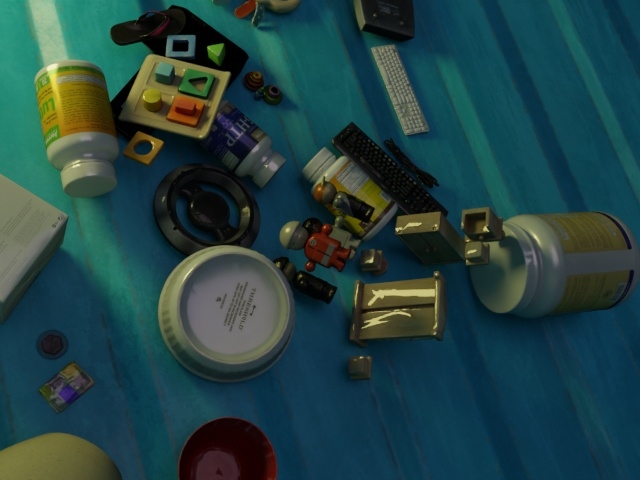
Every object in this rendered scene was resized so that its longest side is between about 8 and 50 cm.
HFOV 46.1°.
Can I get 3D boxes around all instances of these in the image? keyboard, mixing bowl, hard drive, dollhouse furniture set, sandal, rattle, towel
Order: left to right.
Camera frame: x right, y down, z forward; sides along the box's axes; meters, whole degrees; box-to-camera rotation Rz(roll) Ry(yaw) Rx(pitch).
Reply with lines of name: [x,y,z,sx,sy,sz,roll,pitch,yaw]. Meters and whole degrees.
towel: [-0.457,0.263,1.357,0.060,0.009,0.083,49,58,0]
sandal: [-0.369,-0.468,1.638,0.179,0.040,0.067,-26,78,-29]
mixing bowl: [-0.178,0.419,1.364,0.181,0.098,0.181,9,65,-20]
rattle: [-0.106,-0.612,1.809,0.199,0.142,0.130,-37,105,-37]
hard drive: [0.159,-0.646,1.977,0.172,0.054,0.255,7,67,-28]
keyboard: [0.180,-0.164,1.776,0.317,0.033,0.201,43,38,-1]
keyboard: [0.202,-0.386,1.920,0.072,0.014,0.256,-12,74,-28]
dollhouse furniture set: [0.243,0.136,1.603,0.174,0.303,0.356,40,51,-50]

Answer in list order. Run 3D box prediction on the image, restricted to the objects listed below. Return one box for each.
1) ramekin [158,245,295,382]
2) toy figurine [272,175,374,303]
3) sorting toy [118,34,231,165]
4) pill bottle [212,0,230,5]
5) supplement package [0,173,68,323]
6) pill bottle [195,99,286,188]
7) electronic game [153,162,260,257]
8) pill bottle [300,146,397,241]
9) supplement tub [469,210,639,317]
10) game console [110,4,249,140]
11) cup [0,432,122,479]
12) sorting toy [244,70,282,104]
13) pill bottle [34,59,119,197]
ramekin: [-0.172,0.134,1.435,0.272,0.127,0.273,2,78,-12]
toy figurine: [0.000,0.000,1.559,0.148,0.213,0.209,25,56,6]
sorting toy: [-0.301,-0.305,1.553,0.196,0.047,0.348,12,62,5]
pill bottle: [-0.247,-0.620,1.788,0.065,0.065,0.116,-9,73,-27]
supplement package: [-0.590,0.001,1.325,0.203,0.149,0.194,33,60,-8]
pill bottle: [-0.170,-0.203,1.621,0.186,0.112,0.112,40,59,-4]
electronic game: [-0.234,-0.060,1.568,0.229,0.048,0.229,12,61,-22]
pill bottle: [0.060,-0.106,1.679,0.215,0.117,0.117,43,59,-2]
supplement tub: [0.543,0.055,1.755,0.331,0.241,0.241,-3,70,-25]
game console: [-0.327,-0.350,1.652,0.213,0.044,0.361,34,60,-7]
cup: [-0.431,0.439,1.150,0.331,0.331,0.237,34,33,-7]
sorting toy: [-0.130,-0.356,1.742,0.102,0.042,0.061,31,60,-10]
pill bottle: [-0.472,-0.215,1.476,0.136,0.136,0.246,-7,72,-26]
